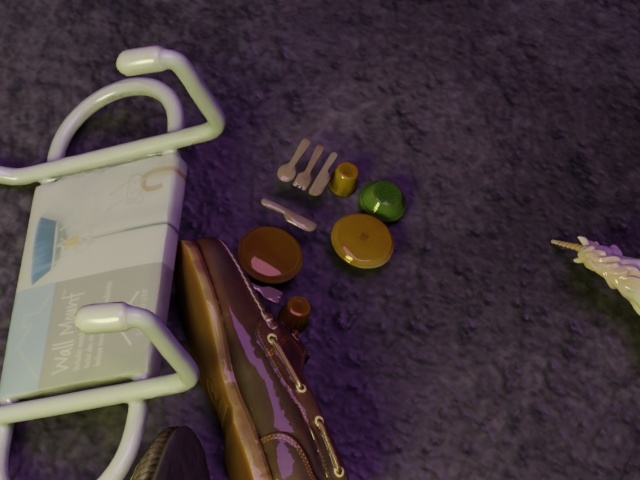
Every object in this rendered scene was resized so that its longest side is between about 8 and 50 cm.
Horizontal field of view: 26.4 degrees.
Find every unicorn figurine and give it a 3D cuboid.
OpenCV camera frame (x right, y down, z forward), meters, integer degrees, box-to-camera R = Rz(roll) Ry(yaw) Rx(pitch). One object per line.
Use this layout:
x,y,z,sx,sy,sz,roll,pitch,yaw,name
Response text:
0.252,0.045,0.992,0.111,0.060,0.162,-6,58,-16,unicorn figurine

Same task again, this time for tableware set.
0.000,0.000,0.998,0.104,0.024,0.154,26,55,3,tableware set

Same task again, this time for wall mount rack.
-0.218,0.007,0.893,0.304,0.130,0.350,-11,53,19,wall mount rack

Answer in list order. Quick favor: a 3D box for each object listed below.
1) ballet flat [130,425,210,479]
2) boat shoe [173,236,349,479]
-0.115,0.224,0.801,0.058,0.084,0.250,-8,54,26,ballet flat
-0.041,0.088,0.902,0.073,0.073,0.207,-11,67,-20,boat shoe
